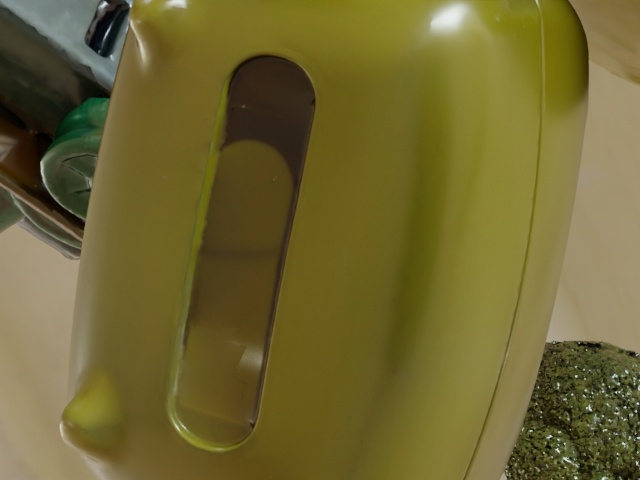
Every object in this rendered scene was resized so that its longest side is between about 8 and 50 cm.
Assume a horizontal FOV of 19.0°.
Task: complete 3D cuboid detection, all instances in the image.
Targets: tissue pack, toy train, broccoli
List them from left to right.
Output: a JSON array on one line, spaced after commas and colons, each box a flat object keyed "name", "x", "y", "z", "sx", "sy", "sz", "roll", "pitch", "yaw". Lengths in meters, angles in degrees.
[{"name": "toy train", "x": -0.216, "y": -0.111, "z": 1.191, "sx": 0.429, "sy": 0.178, "sz": 0.249, "roll": 37, "pitch": -41, "yaw": -25}, {"name": "tissue pack", "x": 0.000, "y": 0.000, "z": 0.530, "sx": 0.123, "sy": 0.178, "sz": 0.127, "roll": 15, "pitch": 10, "yaw": 24}, {"name": "broccoli", "x": 0.147, "y": 0.113, "z": 1.076, "sx": 0.131, "sy": 0.130, "sz": 0.120, "roll": -4, "pitch": -55, "yaw": -35}]

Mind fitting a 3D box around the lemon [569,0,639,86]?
[{"name": "lemon", "x": 0.171, "y": -0.203, "z": 0.616, "sx": 0.348, "sy": 0.348, "sz": 0.348, "roll": -14, "pitch": -21, "yaw": -5}]
